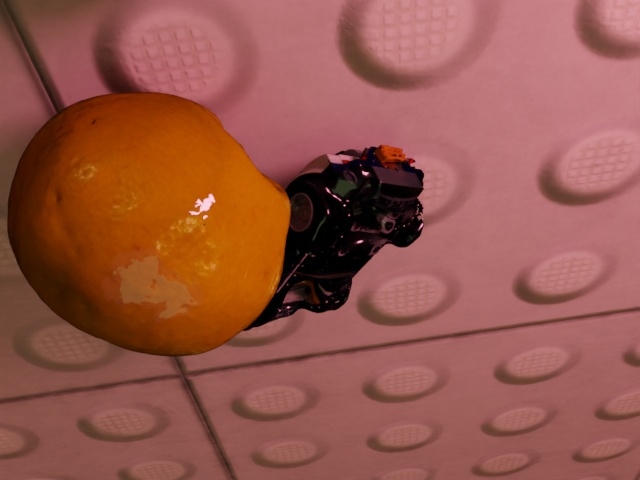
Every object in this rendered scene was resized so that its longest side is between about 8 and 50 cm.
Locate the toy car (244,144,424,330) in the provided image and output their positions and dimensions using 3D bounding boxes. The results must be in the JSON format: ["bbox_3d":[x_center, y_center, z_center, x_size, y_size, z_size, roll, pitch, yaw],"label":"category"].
[{"bbox_3d":[0.000,-0.002,0.870,0.193,0.118,0.301,2,140,-44],"label":"toy car"}]

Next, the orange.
[{"bbox_3d":[-0.158,-0.018,0.711,0.279,0.279,0.235,33,97,-40],"label":"orange"}]
